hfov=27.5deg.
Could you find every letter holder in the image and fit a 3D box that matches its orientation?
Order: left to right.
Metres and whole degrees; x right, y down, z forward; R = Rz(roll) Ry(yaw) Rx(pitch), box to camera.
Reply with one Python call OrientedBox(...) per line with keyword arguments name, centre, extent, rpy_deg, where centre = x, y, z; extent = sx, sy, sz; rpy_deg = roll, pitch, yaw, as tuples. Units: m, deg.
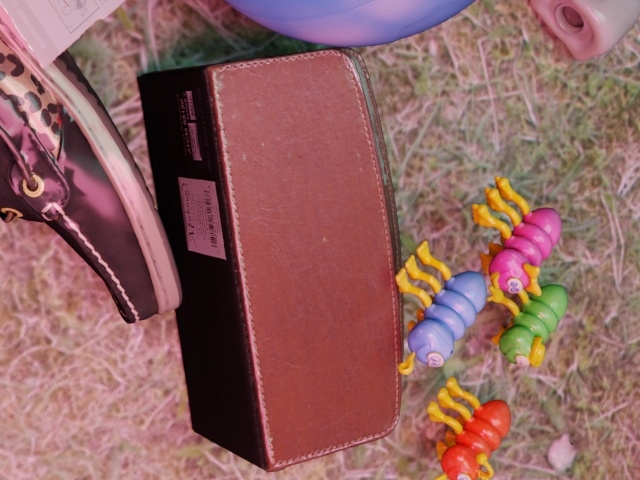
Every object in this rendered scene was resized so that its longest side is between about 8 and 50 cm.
OrientedBox(name="letter holder", centre=(0.000, 0.000, 1.047), extent=(0.215, 0.152, 0.301), rpy_deg=(-12, 99, -26))

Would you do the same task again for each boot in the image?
OrientedBox(name="boot", centre=(-0.291, -0.042, 0.917), extent=(0.284, 0.138, 0.377), rpy_deg=(-35, 119, -12))

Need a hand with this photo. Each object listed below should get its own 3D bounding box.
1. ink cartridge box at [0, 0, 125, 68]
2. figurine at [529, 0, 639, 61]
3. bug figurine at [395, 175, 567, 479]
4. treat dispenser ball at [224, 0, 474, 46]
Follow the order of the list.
OrientedBox(name="ink cartridge box", centre=(-0.198, -0.234, 0.899), extent=(0.181, 0.056, 0.224), rpy_deg=(58, 37, -21))
OrientedBox(name="figurine", centre=(0.299, -0.282, 1.149), extent=(0.209, 0.215, 0.092), rpy_deg=(-40, 75, -19))
OrientedBox(name="bug figurine", centre=(0.141, 0.081, 1.087), extent=(0.216, 0.072, 0.279), rpy_deg=(-53, 148, -25))
OrientedBox(name="treat dispenser ball", centre=(0.022, -0.283, 0.937), extent=(0.288, 0.288, 0.288), rpy_deg=(-2, 95, -25))
